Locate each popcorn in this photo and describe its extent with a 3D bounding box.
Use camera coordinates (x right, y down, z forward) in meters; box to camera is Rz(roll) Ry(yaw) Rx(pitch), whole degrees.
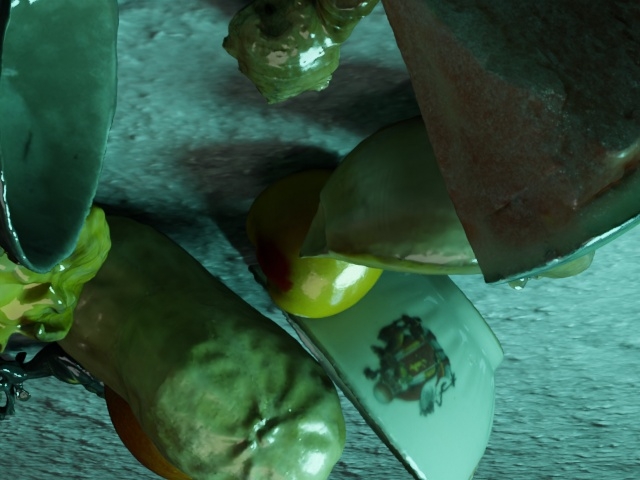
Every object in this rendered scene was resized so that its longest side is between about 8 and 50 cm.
[{"bbox_3d":[-0.304,0.001,1.449,0.250,0.190,0.250,-5,159,-2],"label":"popcorn"}]

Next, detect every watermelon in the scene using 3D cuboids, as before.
[{"bbox_3d":[0.144,-0.101,1.179,0.293,0.283,0.250,27,142,7],"label":"watermelon"}]

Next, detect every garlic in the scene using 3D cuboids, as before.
[{"bbox_3d":[0.151,-0.024,1.424,0.338,0.151,0.196,6,158,-44],"label":"garlic"}]

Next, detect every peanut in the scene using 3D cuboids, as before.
[{"bbox_3d":[-0.142,0.114,1.582,0.387,0.169,0.192,39,-168,16],"label":"peanut"}]

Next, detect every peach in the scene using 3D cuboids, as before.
[{"bbox_3d":[0.000,0.000,1.487,0.138,0.138,0.138,2,157,1],"label":"peach"}]

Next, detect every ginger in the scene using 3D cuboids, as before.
[{"bbox_3d":[-0.017,-0.164,1.194,0.096,0.067,0.165,9,149,-18],"label":"ginger"}]

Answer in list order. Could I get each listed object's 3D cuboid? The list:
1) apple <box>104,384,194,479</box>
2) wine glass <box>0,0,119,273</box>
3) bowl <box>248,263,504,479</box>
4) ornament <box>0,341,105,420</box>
[{"bbox_3d":[-0.148,0.160,1.785,0.173,0.210,0.235,37,166,-15],"label":"apple"},{"bbox_3d":[-0.367,-0.118,1.118,0.406,0.267,0.267,3,158,10],"label":"wine glass"},{"bbox_3d":[0.086,0.112,1.652,0.157,0.337,0.337,-38,154,-4],"label":"bowl"},{"bbox_3d":[-0.336,0.182,2.041,0.236,0.080,0.202,-19,146,36],"label":"ornament"}]
